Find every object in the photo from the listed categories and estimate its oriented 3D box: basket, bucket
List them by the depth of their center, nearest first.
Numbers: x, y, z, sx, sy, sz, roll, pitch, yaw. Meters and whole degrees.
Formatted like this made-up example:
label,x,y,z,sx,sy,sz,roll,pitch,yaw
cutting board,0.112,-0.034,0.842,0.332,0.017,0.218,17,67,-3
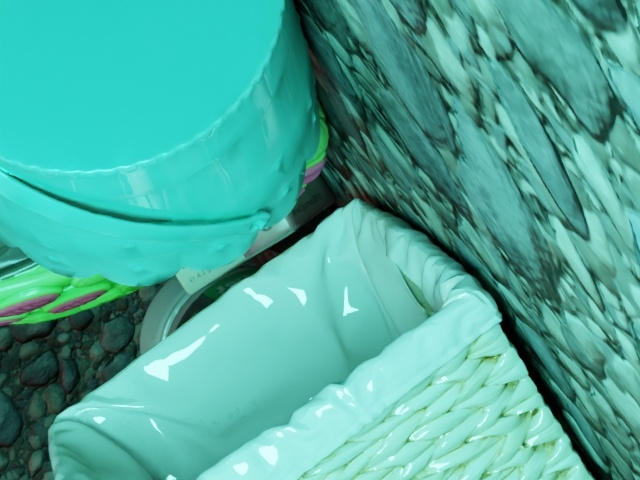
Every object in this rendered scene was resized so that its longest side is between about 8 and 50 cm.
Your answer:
label,x,y,z,sx,sy,sz,roll,pitch,yaw
bucket,-0.138,-0.119,1.055,0.281,0.281,0.183,55,171,18
basket,0.005,0.185,1.184,0.266,0.331,0.328,56,176,-17

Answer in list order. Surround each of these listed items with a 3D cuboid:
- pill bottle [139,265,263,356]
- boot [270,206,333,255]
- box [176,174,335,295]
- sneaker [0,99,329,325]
label,x,y,z,sx,sy,sz,roll,pitch,yaw
pill bottle,-0.038,0.141,1.623,0.361,0.204,0.204,22,147,58
boot,0.000,0.000,1.668,0.106,0.082,0.219,33,176,-22
box,-0.112,-0.089,1.478,0.232,0.127,0.148,57,-160,-2
sneaker,-0.206,-0.058,1.362,0.185,0.482,0.202,4,-116,-60
